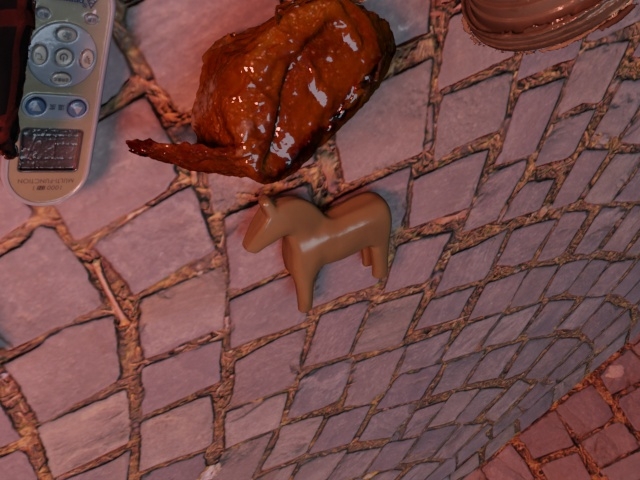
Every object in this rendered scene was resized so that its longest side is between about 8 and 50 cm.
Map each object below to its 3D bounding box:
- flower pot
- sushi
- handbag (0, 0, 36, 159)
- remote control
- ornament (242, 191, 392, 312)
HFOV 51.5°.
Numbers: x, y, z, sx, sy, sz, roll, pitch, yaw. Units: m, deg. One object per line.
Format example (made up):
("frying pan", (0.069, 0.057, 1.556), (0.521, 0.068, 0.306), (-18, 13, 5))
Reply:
("flower pot", (0.235, -0.330, 0.716), (0.235, 0.235, 0.140), (-47, 131, 7))
("sushi", (-0.042, -0.155, 0.704), (0.167, 0.179, 0.296), (44, 76, -29))
("handbag", (-0.296, -0.149, 0.476), (0.169, 0.155, 0.215), (-21, 142, -55))
("remote control", (-0.248, -0.141, 0.612), (0.087, 0.047, 0.244), (-7, 130, -41))
("ornament", (0.000, 0.000, 0.948), (0.230, 0.061, 0.245), (-24, 140, -19))
